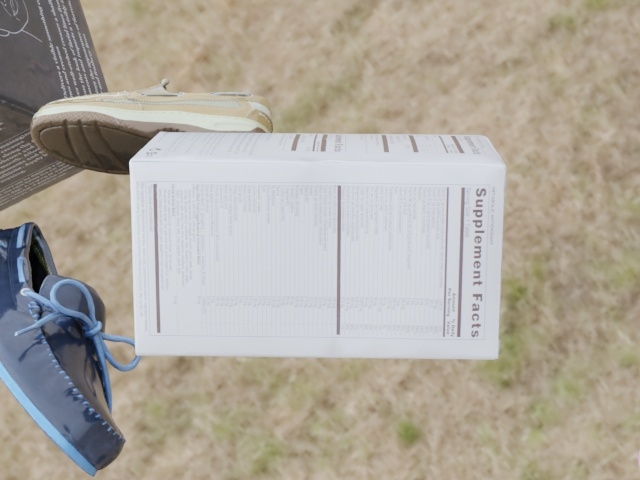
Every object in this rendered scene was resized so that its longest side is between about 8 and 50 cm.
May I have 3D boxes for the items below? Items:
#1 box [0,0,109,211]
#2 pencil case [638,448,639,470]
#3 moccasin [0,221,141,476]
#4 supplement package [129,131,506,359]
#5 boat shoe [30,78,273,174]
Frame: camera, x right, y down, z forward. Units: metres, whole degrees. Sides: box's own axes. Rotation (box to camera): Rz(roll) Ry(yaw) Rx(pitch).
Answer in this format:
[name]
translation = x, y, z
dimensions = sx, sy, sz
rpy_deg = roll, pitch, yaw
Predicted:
[box]
translation = -0.436, -0.226, 1.408
dimensions = 0.212, 0.395, 0.293
rpy_deg = -24, 73, 16
[pencil case]
translation = 0.569, 0.444, 1.808
dimensions = 0.160, 0.386, 0.167
rpy_deg = -21, 15, -11
[moccasin]
translation = -0.257, 0.074, 1.175
dimensions = 0.117, 0.137, 0.342
rpy_deg = -35, 47, -10
[supplement package]
translation = 0.000, 0.000, 0.882
dimensions = 0.244, 0.139, 0.134
rpy_deg = 1, 13, 1
[boat shoe]
translation = -0.132, -0.096, 1.011
dimensions = 0.190, 0.068, 0.072
rpy_deg = 5, 55, -3
